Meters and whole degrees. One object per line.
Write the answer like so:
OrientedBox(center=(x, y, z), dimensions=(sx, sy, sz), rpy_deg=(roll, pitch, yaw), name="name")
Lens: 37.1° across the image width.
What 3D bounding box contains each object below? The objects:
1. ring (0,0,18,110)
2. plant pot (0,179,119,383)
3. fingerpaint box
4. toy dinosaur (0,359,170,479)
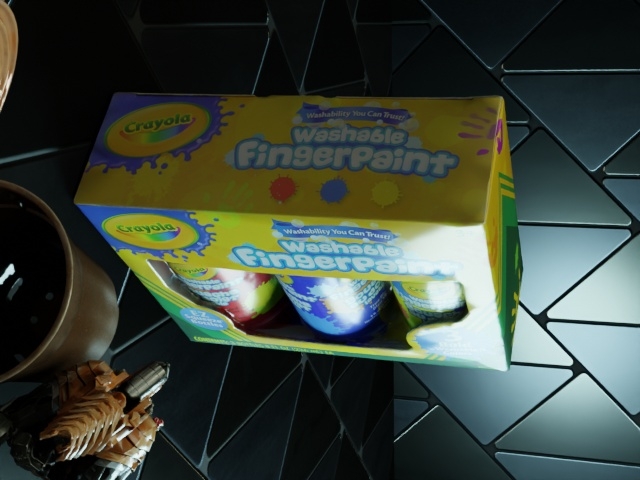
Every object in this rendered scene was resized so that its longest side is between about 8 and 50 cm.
OrientedBox(center=(-0.295, -0.012, 0.572), dimensions=(0.336, 0.032, 0.336), rpy_deg=(-55, -174, 9), name="ring")
OrientedBox(center=(-0.258, 0.051, 0.805), dimensions=(0.165, 0.167, 0.167), rpy_deg=(62, 34, -74), name="plant pot")
OrientedBox(center=(0.000, 0.000, 1.129), dimensions=(0.371, 0.444, 0.163), rpy_deg=(66, 32, -57), name="fingerpaint box")
OrientedBox(center=(-0.212, 0.160, 0.771), dimensions=(0.218, 0.164, 0.322), rpy_deg=(-39, 157, -18), name="toy dinosaur")
